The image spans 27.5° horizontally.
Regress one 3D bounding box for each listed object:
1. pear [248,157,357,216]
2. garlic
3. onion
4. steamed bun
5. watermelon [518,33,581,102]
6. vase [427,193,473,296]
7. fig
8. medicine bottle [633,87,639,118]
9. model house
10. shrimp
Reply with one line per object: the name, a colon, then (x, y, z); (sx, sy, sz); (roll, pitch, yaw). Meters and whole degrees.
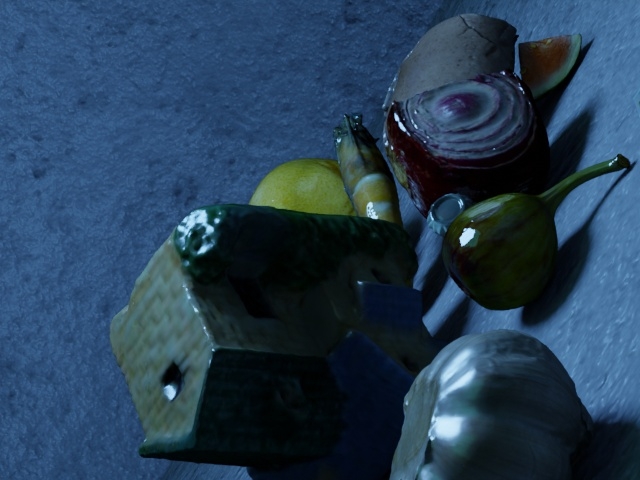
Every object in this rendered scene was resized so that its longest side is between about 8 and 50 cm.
pear: (0.000, 0.000, 2.413); (0.314, 0.314, 0.314); (-57, 7, 11)
garlic: (0.152, 0.187, 1.179); (0.228, 0.152, 0.228); (-56, 15, 24)
onion: (0.214, -0.096, 1.819); (0.206, 0.216, 0.207); (82, 168, -51)
steamed bun: (0.201, -0.221, 2.125); (0.301, 0.199, 0.252); (104, 176, -65)
watermelon: (0.341, -0.271, 2.050); (0.125, 0.094, 0.135); (-24, 27, 50)
vase: (0.188, 0.002, 1.672); (0.081, 0.149, 0.081); (-16, 47, 19)
fig: (0.255, -0.026, 1.547); (0.245, 0.149, 0.149); (-42, 8, 2)
medicine bottle: (0.384, -0.151, 1.416); (0.074, 0.055, 0.118); (-53, 9, 24)
model house: (-0.037, 0.178, 1.730); (0.335, 0.382, 0.343); (-54, 43, 28)
shrimp: (0.090, -0.043, 2.188); (0.272, 0.085, 0.445); (81, 175, -49)
